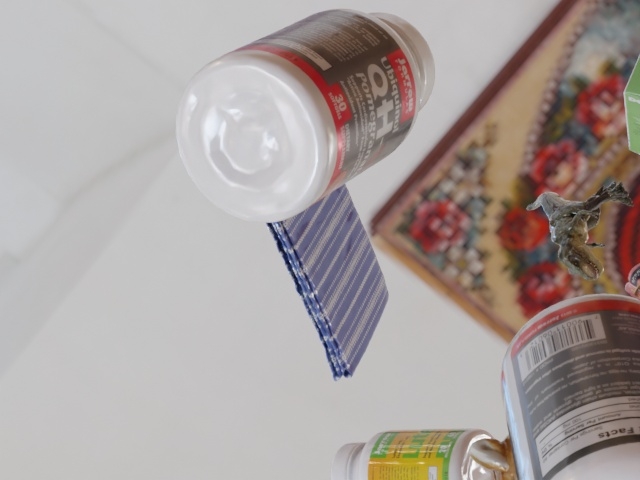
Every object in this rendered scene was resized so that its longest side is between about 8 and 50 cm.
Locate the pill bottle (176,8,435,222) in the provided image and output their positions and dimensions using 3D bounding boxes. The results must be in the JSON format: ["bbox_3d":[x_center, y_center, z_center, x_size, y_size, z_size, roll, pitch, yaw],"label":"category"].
[{"bbox_3d":[-0.001,-0.146,1.793,0.176,0.176,0.318,43,-147,8],"label":"pill bottle"}]

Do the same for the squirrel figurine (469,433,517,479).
[{"bbox_3d":[0.289,0.404,2.084,0.281,0.397,0.370,25,-159,-36],"label":"squirrel figurine"}]

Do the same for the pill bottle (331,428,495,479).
[{"bbox_3d":[0.143,0.354,2.562,0.136,0.245,0.136,10,-103,-52],"label":"pill bottle"}]

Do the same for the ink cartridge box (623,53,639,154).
[{"bbox_3d":[0.374,-0.175,1.822,0.062,0.109,0.209,20,165,19],"label":"ink cartridge box"}]

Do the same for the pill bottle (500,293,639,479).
[{"bbox_3d":[0.303,0.237,1.704,0.210,0.210,0.363,33,-152,-23],"label":"pill bottle"}]

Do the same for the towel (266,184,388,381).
[{"bbox_3d":[0.000,0.000,2.386,0.336,0.040,0.243,66,-153,-22],"label":"towel"}]

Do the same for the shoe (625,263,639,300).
[{"bbox_3d":[0.339,0.054,1.693,0.081,0.063,0.178,36,-168,20],"label":"shoe"}]

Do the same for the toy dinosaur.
[{"bbox_3d":[0.339,-0.035,2.188,0.064,0.118,0.268,59,-174,-20],"label":"toy dinosaur"}]
